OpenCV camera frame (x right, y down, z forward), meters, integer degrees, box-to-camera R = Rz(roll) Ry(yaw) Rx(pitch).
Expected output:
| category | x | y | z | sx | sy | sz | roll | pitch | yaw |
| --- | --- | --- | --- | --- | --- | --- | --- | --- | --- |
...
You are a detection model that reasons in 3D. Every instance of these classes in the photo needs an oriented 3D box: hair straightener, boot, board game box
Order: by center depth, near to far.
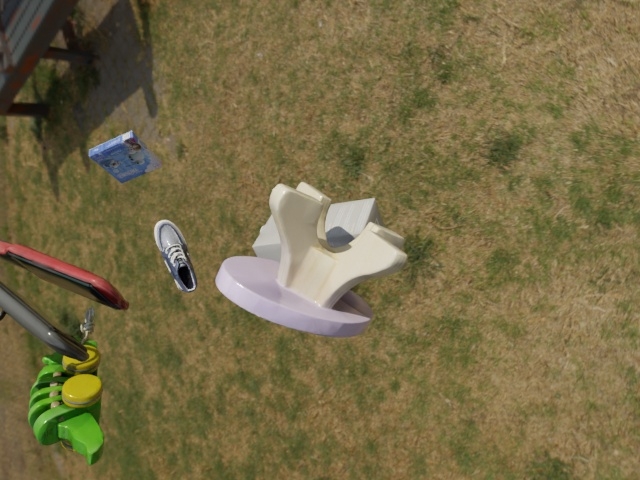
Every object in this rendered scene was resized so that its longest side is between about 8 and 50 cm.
| category | x | y | z | sx | sy | sz | roll | pitch | yaw |
| --- | --- | --- | --- | --- | --- | --- | --- | --- | --- |
| hair straightener | -0.249 | 0.033 | 0.332 | 0.230 | 0.089 | 0.047 | 20 | 152 | 18 |
| board game box | -0.357 | -0.151 | 0.870 | 0.090 | 0.090 | 0.020 | -21 | 60 | 9 |
| boot | -0.347 | 0.037 | 1.154 | 0.190 | 0.069 | 0.086 | 67 | 159 | -7 |

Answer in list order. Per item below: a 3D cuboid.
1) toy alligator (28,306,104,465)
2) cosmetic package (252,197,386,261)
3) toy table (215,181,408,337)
| category | x | y | z | sx | sy | sz | roll | pitch | yaw |
| --- | --- | --- | --- | --- | --- | --- | --- | --- | --- |
| toy alligator | -0.220 | 0.117 | 0.409 | 0.190 | 0.051 | 0.056 | 46 | 128 | 52 |
| cosmetic package | 0.000 | 0.000 | 0.940 | 0.237 | 0.127 | 0.107 | -8 | 124 | 27 |
| toy table | 0.002 | 0.028 | 0.699 | 0.252 | 0.274 | 0.161 | 37 | 104 | 36 |
